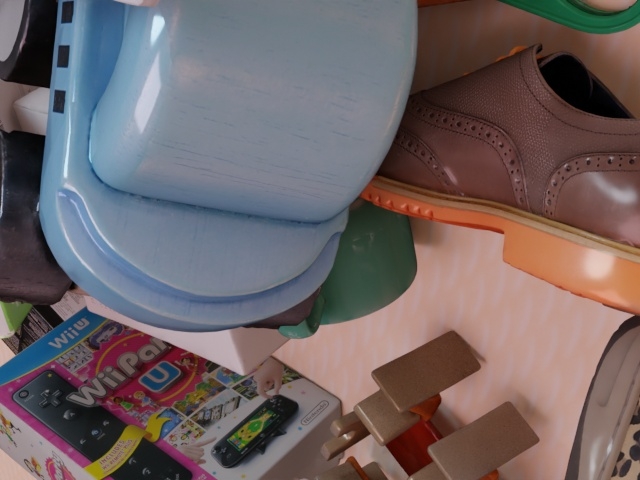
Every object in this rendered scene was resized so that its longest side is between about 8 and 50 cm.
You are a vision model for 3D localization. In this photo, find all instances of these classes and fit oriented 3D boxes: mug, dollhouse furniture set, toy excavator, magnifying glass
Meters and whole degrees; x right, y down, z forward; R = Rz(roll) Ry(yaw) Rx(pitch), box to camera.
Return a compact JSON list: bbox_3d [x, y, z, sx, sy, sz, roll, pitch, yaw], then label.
[{"bbox_3d":[0.007,-0.004,0.946,0.158,0.129,0.097,-121,15,-62],"label":"mug"},{"bbox_3d":[0.124,0.234,1.071,0.259,0.135,0.262,52,148,22],"label":"dollhouse furniture set"},{"bbox_3d":[-0.023,-0.176,0.693,0.445,0.222,0.433,-21,63,59],"label":"toy excavator"},{"bbox_3d":[0.120,-0.169,0.775,0.231,0.026,0.092,2,122,47],"label":"magnifying glass"}]

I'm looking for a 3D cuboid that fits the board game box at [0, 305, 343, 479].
[{"bbox_3d":[-0.162,0.185,1.250,0.303,0.224,0.098,28,140,31],"label":"board game box"}]

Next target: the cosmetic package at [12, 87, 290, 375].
[{"bbox_3d":[-0.123,-0.034,1.081,0.224,0.138,0.224,16,131,40],"label":"cosmetic package"}]

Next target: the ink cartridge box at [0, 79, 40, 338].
[{"bbox_3d":[-0.310,-0.054,1.103,0.114,0.273,0.198,-9,111,8],"label":"ink cartridge box"}]

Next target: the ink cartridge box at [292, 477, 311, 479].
[{"bbox_3d":[0.054,0.318,1.062,0.208,0.045,0.206,1,112,57],"label":"ink cartridge box"}]

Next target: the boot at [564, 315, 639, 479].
[{"bbox_3d":[0.271,0.231,0.705,0.284,0.378,0.138,1,157,43],"label":"boot"}]

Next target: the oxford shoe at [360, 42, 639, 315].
[{"bbox_3d":[0.120,-0.066,0.814,0.363,0.130,0.133,26,105,44],"label":"oxford shoe"}]

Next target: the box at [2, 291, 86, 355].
[{"bbox_3d":[-0.345,0.078,1.503,0.180,0.077,0.147,44,145,14],"label":"box"}]

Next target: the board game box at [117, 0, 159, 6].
[{"bbox_3d":[-0.145,-0.339,0.642,0.390,0.050,0.390,24,110,48],"label":"board game box"}]
